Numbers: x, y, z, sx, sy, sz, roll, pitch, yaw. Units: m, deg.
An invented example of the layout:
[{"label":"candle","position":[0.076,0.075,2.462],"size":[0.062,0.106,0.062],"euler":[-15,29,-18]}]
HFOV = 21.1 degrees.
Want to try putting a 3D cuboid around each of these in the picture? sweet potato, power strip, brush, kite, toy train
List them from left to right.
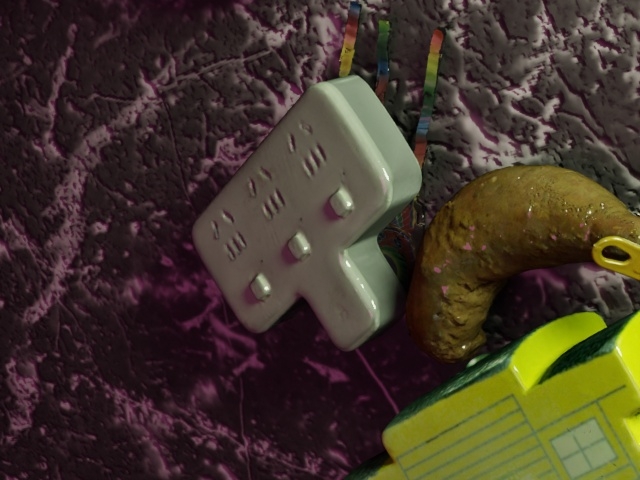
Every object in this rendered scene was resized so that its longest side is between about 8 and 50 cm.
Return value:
[{"label":"power strip","position":[0.000,0.000,1.487],"size":[0.193,0.059,0.265],"euler":[58,138,13]},{"label":"kite","position":[0.047,-0.072,1.477],"size":[0.152,0.015,0.285],"euler":[26,128,23]},{"label":"sweet potato","position":[0.144,0.010,1.380],"size":[0.310,0.098,0.124],"euler":[-36,81,48]},{"label":"toy train","position":[0.191,0.215,1.397],"size":[0.442,0.179,0.272],"euler":[-36,80,44]},{"label":"brush","position":[0.290,0.038,1.257],"size":[0.205,0.011,0.083],"euler":[20,130,-12]}]
